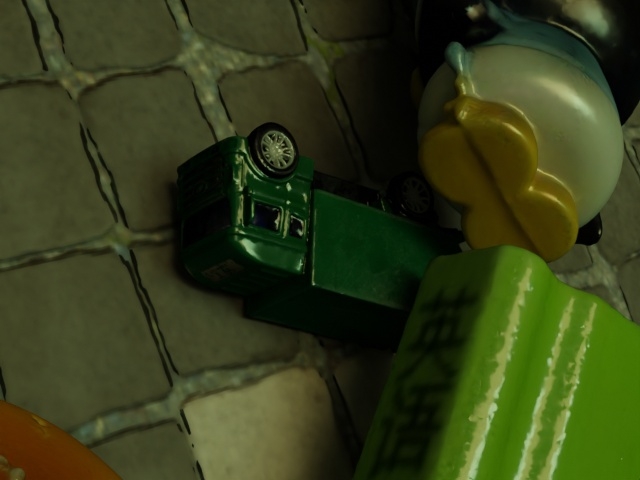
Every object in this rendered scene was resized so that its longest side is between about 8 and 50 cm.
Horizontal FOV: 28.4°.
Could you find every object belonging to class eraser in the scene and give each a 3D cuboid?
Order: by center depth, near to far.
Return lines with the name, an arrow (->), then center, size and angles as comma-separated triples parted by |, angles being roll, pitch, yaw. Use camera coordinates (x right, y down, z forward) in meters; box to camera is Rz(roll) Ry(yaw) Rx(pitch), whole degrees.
eraser -> 0.095, 0.171, 0.572 | 0.210, 0.092, 0.274 | 36, 62, -26

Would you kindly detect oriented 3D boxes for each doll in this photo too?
doll -> 0.116, -0.115, 0.710 | 0.177, 0.141, 0.314 | 55, 33, -26

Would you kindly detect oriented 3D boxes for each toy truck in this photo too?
toy truck -> 0.000, 0.000, 0.629 | 0.147, 0.065, 0.079 | 18, 63, -33

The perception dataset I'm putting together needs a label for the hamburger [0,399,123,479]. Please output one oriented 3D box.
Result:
hamburger -> -0.139, 0.156, 0.377 | 0.246, 0.170, 0.246 | 19, 56, -31
